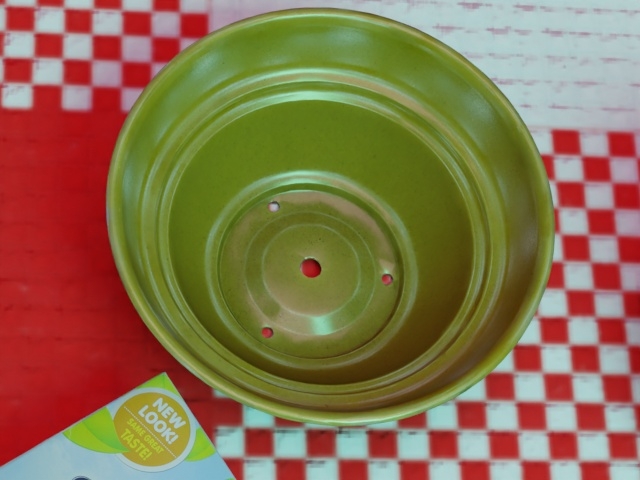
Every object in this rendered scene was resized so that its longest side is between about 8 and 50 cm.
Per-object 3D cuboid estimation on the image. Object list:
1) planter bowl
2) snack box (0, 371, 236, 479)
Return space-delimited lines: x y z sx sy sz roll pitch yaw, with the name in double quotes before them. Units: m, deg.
"planter bowl" 0.000 0.000 0.939 0.217 0.090 0.217 3 67 -8
"snack box" -0.113 0.187 0.854 0.207 0.070 0.174 -30 75 -20
